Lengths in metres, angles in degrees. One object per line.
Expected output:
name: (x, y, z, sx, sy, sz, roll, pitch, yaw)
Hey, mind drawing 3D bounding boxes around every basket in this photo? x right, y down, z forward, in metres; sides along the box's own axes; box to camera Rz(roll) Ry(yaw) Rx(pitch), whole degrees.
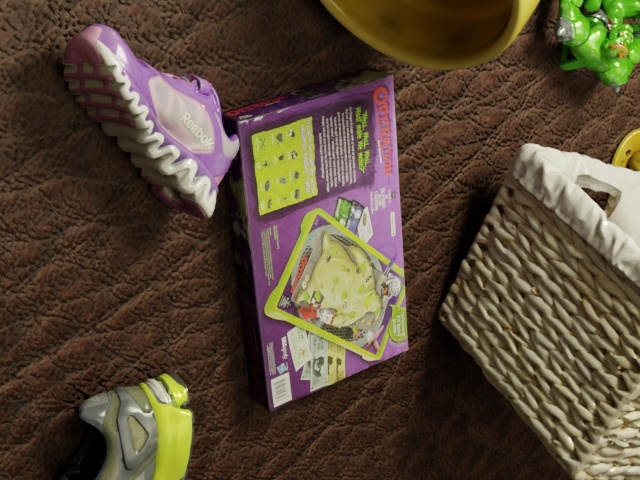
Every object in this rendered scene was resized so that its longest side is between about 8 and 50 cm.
basket: (0.371, 0.090, 1.548, 0.328, 0.331, 0.266, 9, 121, -39)

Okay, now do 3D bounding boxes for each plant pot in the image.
plant pot: (0.136, -0.341, 1.290, 0.239, 0.254, 0.254, -56, 133, -28)

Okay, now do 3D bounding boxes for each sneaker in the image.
sneaker: (-0.153, -0.130, 1.235, 0.104, 0.095, 0.236, -53, 135, -19)
sneaker: (-0.214, 0.283, 1.343, 0.121, 0.111, 0.299, 0, 101, -28)

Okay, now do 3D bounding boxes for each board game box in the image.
board game box: (0.000, 0.000, 1.429, 0.208, 0.056, 0.346, -18, 117, -28)

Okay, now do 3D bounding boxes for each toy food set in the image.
toy food set: (0.478, -0.061, 1.763, 0.128, 0.071, 0.218, -48, 129, -14)

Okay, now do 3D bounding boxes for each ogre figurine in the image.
ogre figurine: (0.344, -0.263, 1.573, 0.197, 0.097, 0.118, 46, 58, -55)
